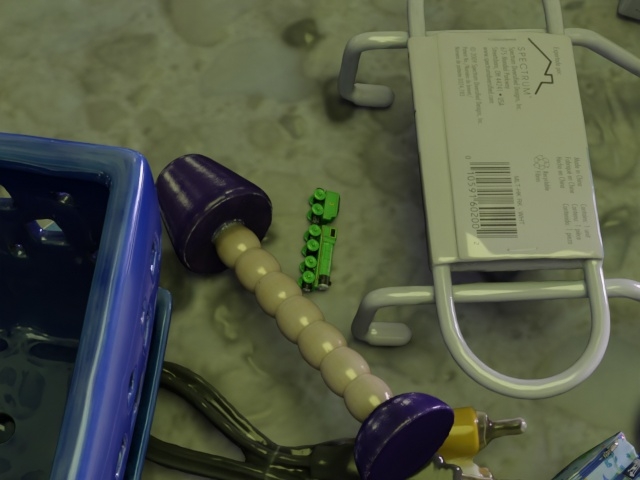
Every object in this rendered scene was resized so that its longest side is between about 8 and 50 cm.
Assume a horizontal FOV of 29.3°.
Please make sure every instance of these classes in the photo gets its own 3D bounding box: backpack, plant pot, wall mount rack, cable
[{"bbox_3d":[0.176,0.186,0.785,0.084,0.105,0.114,44,60,12],"label":"backpack"},{"bbox_3d":[-0.211,0.085,0.708,0.236,0.212,0.236,5,65,6],"label":"plant pot"},{"bbox_3d":[0.170,-0.041,0.886,0.304,0.130,0.350,-1,67,-5],"label":"wall mount rack"},{"bbox_3d":[-0.007,0.163,0.818,0.287,0.072,0.139,8,75,9],"label":"cable"}]

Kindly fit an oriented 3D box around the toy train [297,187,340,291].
[{"bbox_3d":[0.000,0.000,0.897,0.024,0.017,0.083,13,65,-14],"label":"toy train"}]

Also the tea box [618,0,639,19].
[{"bbox_3d":[0.455,-0.318,0.989,0.329,0.220,0.323,16,65,-1],"label":"tea box"}]

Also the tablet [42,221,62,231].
[{"bbox_3d":[-0.162,-0.004,0.880,0.083,0.006,0.054,-38,76,-22],"label":"tablet"}]

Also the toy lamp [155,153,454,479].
[{"bbox_3d":[-0.022,0.040,0.814,0.080,0.080,0.274,-32,58,-19],"label":"toy lamp"}]
